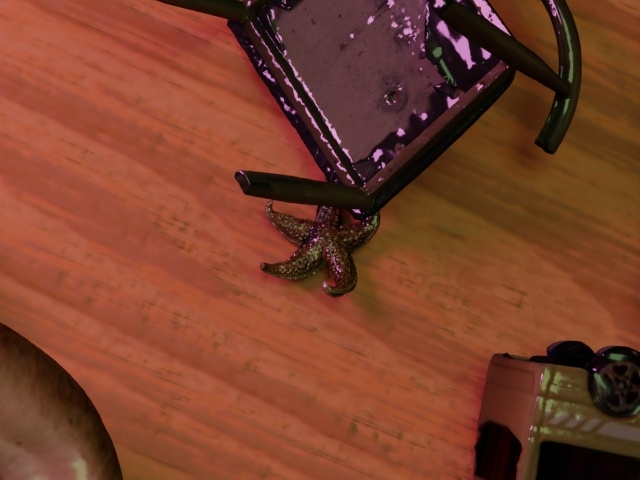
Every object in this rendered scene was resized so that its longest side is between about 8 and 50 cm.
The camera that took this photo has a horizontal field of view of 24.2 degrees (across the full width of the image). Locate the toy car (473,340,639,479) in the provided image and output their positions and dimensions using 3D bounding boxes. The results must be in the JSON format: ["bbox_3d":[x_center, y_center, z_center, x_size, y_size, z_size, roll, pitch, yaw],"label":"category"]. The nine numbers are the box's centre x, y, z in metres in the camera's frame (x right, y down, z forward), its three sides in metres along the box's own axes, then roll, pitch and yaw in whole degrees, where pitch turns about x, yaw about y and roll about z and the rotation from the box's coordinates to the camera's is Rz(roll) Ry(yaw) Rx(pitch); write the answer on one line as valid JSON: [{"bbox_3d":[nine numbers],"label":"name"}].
[{"bbox_3d":[0.225,0.136,0.919,0.256,0.101,0.124,12,88,-12],"label":"toy car"}]

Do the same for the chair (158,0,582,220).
[{"bbox_3d":[0.034,-0.125,0.915,0.272,0.166,0.188,5,49,-60],"label":"chair"}]

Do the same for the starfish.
[{"bbox_3d":[0.000,0.000,0.938,0.091,0.028,0.078,-31,70,-23],"label":"starfish"}]

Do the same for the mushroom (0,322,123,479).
[{"bbox_3d":[-0.227,0.160,0.757,0.278,0.146,0.278,6,77,-26],"label":"mushroom"}]
